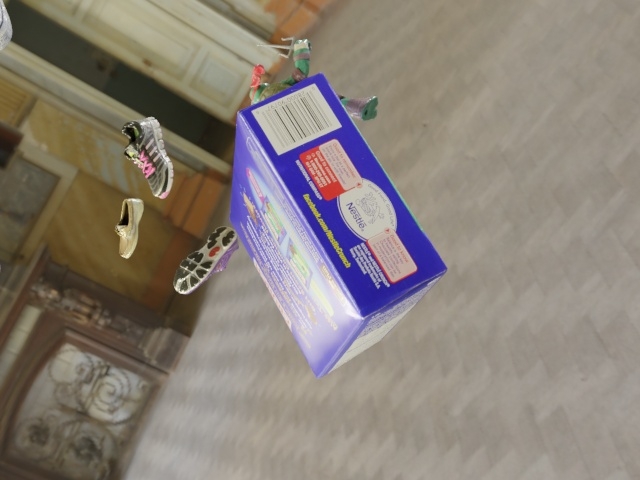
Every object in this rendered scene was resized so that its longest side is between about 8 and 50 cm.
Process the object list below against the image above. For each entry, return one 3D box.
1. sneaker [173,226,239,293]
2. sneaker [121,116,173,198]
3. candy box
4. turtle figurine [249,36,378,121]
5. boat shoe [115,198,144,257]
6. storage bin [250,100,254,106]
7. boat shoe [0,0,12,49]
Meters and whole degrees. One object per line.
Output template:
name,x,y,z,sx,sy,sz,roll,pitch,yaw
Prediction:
sneaker,-0.219,0.050,1.605,0.068,0.071,0.170,28,62,33
sneaker,-0.329,-0.156,1.502,0.063,0.075,0.170,-33,68,43
candy box,0.000,0.000,0.981,0.122,0.268,0.317,-26,-14,-18
turtle figurine,-0.029,-0.214,1.283,0.118,0.234,0.175,-43,-29,-39
boat shoe,-0.431,-0.029,1.782,0.050,0.045,0.135,13,93,45
storage bin,-0.087,-0.238,1.686,0.091,0.098,0.135,-26,-44,-46
boat shoe,-0.389,-0.299,0.852,0.083,0.226,0.076,-31,-23,-11
